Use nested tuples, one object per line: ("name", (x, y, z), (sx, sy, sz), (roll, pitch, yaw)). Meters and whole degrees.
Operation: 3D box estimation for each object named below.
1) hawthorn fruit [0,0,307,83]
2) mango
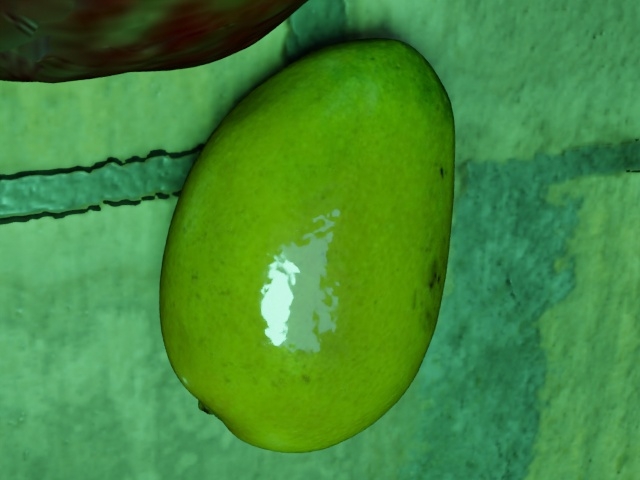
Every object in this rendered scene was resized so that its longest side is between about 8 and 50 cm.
("hawthorn fruit", (-0.095, -0.194, 0.430), (0.308, 0.325, 0.308), (3, 111, 8))
("mango", (-0.006, 0.001, 0.635), (0.151, 0.120, 0.221), (5, 99, -26))
